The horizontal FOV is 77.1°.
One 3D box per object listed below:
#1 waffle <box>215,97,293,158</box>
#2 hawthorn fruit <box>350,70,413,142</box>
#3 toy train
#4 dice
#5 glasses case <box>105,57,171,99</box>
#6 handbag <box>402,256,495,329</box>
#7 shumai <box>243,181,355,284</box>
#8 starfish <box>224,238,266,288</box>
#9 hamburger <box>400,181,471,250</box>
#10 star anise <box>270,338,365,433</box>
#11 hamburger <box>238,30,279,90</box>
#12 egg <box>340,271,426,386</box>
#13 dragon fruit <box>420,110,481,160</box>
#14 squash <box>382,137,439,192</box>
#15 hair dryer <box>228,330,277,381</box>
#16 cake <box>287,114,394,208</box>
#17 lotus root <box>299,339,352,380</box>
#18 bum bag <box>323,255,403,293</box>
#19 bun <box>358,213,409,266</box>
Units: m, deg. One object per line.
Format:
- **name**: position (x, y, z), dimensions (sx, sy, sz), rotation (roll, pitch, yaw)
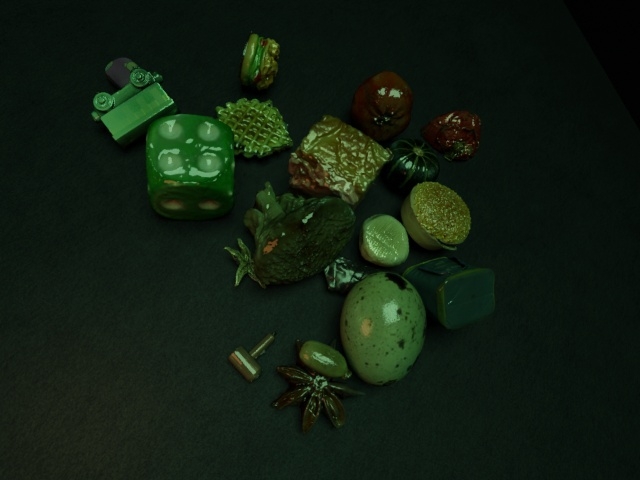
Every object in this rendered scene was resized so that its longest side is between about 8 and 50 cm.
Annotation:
- **waffle**: position (-0.282, -0.469, 1.679), dimensions (0.298, 0.073, 0.316), rotation (-17, 65, -25)
- **hawthorn fruit**: position (0.266, -0.600, 1.770), dimensions (0.288, 0.286, 0.330), rotation (11, 42, -9)
- **toy train**: position (-0.697, -0.499, 1.511), dimensions (0.301, 0.120, 0.202), rotation (-36, 93, -7)
- **dice**: position (-0.455, -0.253, 1.428), dimensions (0.301, 0.287, 0.296), rotation (0, 71, -15)
- **glasses case**: position (-0.731, -0.614, 1.625), dimensions (0.316, 0.076, 0.123), rotation (44, 68, 4)
- **handbag**: position (0.463, 0.180, 1.456), dimensions (0.263, 0.241, 0.222), rotation (-17, 105, -21)
- **shumai**: position (-0.104, -0.056, 1.422), dimensions (0.398, 0.324, 0.323), rotation (-37, 55, -4)
- **starfish**: position (-0.266, 0.095, 1.442), dimensions (0.208, 0.053, 0.175), rotation (40, 45, -10)
- **hamburger**: position (0.465, -0.102, 1.612), dimensions (0.302, 0.170, 0.301), rotation (19, 55, -29)
- **star anise**: position (-0.005, 0.469, 1.330), dimensions (0.316, 0.108, 0.314), rotation (6, 63, -12)
- **hamburger**: position (-0.256, -0.756, 1.731), dimensions (0.149, 0.237, 0.236), rotation (16, 65, -10)
- **egg**: position (0.209, 0.295, 1.349), dimensions (0.288, 0.288, 0.378), rotation (-3, 88, -15)
- **dragon fruit**: position (0.659, -0.491, 1.872), dimensions (0.318, 0.152, 0.204), rotation (-9, 72, -17)
- **squash**: position (0.383, -0.324, 1.725), dimensions (0.253, 0.165, 0.252), rotation (9, 54, -12)
- **hair dryer**: position (-0.206, 0.372, 1.349), dimensions (0.117, 0.064, 0.182), rotation (45, 60, 6)
- **cake**: position (0.052, -0.256, 1.543), dimensions (0.314, 0.306, 0.293), rotation (36, 68, 2)
- **lotus root**: position (0.021, 0.382, 1.273), dimensions (0.183, 0.077, 0.090), rotation (30, 61, 4)
- **bum bag**: position (0.165, 0.151, 1.513), dimensions (0.341, 0.095, 0.143), rotation (17, 62, -9)
- **bun**: position (0.241, 0.006, 1.570), dimensions (0.221, 0.134, 0.220), rotation (10, 65, -23)
